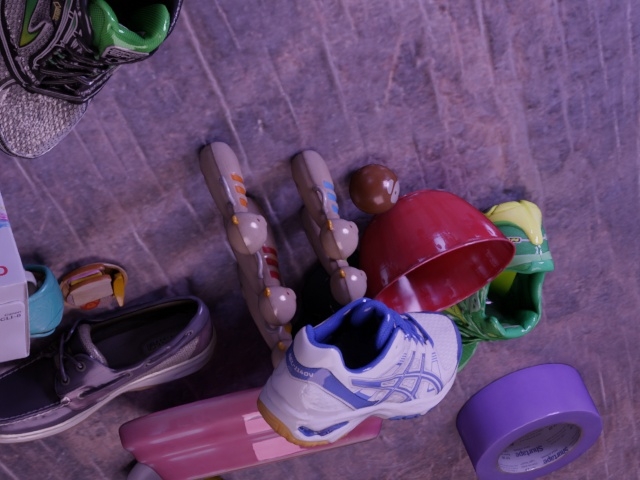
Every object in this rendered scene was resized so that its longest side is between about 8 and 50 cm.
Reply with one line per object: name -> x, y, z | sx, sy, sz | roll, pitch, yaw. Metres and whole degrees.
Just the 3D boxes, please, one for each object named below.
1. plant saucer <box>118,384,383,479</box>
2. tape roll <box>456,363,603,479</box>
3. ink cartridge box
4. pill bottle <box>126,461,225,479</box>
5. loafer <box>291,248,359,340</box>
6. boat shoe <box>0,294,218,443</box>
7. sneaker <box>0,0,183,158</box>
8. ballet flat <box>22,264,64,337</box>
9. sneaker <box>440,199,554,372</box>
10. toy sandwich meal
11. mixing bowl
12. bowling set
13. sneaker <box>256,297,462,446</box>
plant saucer -> -0.063, 0.217, 1.986 | 0.332, 0.084, 0.332 | -13, 172, -2
tape roll -> 0.289, 0.256, 2.379 | 0.189, 0.080, 0.189 | -15, 146, -10
ink cartridge box -> -0.346, 0.018, 1.567 | 0.128, 0.176, 0.127 | -12, 146, -16
pill bottle -> -0.166, 0.343, 2.212 | 0.103, 0.103, 0.184 | -31, 146, 13
loafer -> 0.012, 0.068, 1.977 | 0.061, 0.062, 0.170 | -45, 166, -52
boat shoe -> -0.249, 0.129, 1.865 | 0.285, 0.102, 0.092 | -19, 142, -12
sneaker -> -0.199, -0.181, 1.396 | 0.134, 0.146, 0.343 | 1, 142, -32
ballet flat -> -0.378, 0.060, 1.717 | 0.247, 0.083, 0.087 | -6, 120, -23
sneaker -> 0.185, 0.079, 2.018 | 0.109, 0.123, 0.295 | -6, 144, -25
toy sandwich meal -> -0.239, 0.053, 1.817 | 0.086, 0.029, 0.085 | -15, 147, -10
mixing bowl -> 0.112, 0.007, 1.881 | 0.181, 0.098, 0.181 | -22, 159, -9
bowling set -> 0.000, 0.000, 1.767 | 0.200, 0.154, 0.287 | -22, 148, 0
sneaker -> 0.067, 0.117, 1.789 | 0.296, 0.112, 0.131 | -22, 143, -49
